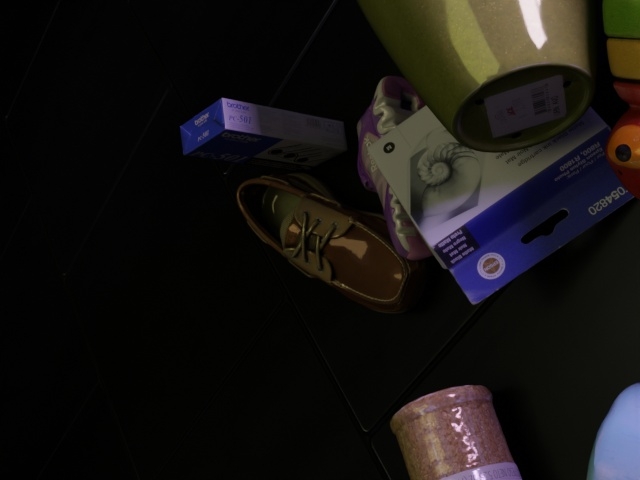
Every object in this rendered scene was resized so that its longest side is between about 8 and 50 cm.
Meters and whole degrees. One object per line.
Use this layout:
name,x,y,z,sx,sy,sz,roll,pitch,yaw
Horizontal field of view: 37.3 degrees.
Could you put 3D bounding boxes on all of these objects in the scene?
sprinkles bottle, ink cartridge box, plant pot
sprinkles bottle,0.179,0.334,0.986,0.121,0.121,0.355,-40,57,39
ink cartridge box,-0.072,-0.137,1.264,0.097,0.207,0.046,-23,69,45
plant pot,0.161,-0.245,0.936,0.275,0.275,0.293,-38,51,39
ink cartridge box,0.190,-0.080,1.012,0.223,0.045,0.224,-36,56,8

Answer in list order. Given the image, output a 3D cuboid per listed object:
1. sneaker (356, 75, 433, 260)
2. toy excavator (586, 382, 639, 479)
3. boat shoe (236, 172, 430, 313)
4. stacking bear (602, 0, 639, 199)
sneaker,0.095,-0.079,1.164,0.104,0.095,0.236,-36,55,48
toy excavator,0.316,0.117,0.688,0.222,0.445,0.433,6,47,49
boat shoe,0.000,0.000,1.231,0.324,0.120,0.122,31,109,46
stacking bear,0.316,-0.169,0.818,0.175,0.164,0.289,21,114,54
